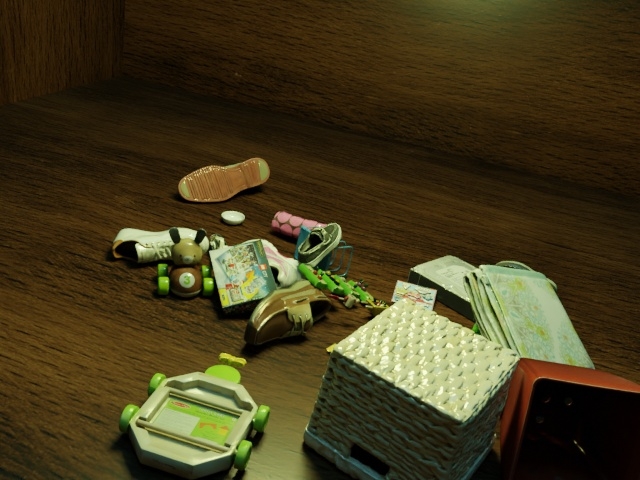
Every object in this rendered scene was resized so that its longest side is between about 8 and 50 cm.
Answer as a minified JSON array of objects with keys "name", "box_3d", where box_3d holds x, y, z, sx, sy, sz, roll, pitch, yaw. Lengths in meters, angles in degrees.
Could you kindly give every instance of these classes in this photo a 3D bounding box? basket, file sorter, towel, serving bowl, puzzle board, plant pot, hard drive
[{"name":"basket","box_3d":[0.194,0.338,1.373,0.328,0.266,0.331,26,30,29]},{"name":"file sorter","box_3d":[0.011,0.036,2.126,0.104,0.118,0.170,-5,29,-37]},{"name":"towel","box_3d":[0.556,0.227,1.741,0.374,0.090,0.320,8,54,-39]},{"name":"serving bowl","box_3d":[-0.317,-0.077,2.346,0.083,0.027,0.083,9,24,-4]},{"name":"puzzle board","box_3d":[0.294,0.172,2.033,0.128,0.011,0.096,15,44,9]},{"name":"plant pot","box_3d":[0.531,0.395,1.422,0.267,0.267,0.236,9,11,-2]},{"name":"hard drive","box_3d":[0.484,0.161,2.111,0.237,0.064,0.339,-13,33,-42]}]

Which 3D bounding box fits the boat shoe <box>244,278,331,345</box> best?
[{"name":"boat shoe","box_3d":[-0.075,0.196,1.746,0.120,0.122,0.324,26,29,22]}]

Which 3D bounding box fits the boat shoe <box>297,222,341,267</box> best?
[{"name":"boat shoe","box_3d":[0.000,0.000,1.991,0.078,0.070,0.219,12,39,25]}]

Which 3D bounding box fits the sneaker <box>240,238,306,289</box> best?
[{"name":"sneaker","box_3d":[-0.169,0.075,1.986,0.252,0.103,0.111,24,26,28]}]

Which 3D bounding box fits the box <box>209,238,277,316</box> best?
[{"name":"box","box_3d":[-0.220,0.104,1.859,0.159,0.044,0.233,-12,44,-10]}]

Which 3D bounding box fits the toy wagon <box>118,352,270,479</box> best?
[{"name":"toy wagon","box_3d":[-0.246,0.361,1.384,0.267,0.068,0.344,15,24,9]}]

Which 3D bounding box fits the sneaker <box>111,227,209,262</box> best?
[{"name":"sneaker","box_3d":[-0.489,0.032,1.971,0.290,0.106,0.123,0,28,3]}]

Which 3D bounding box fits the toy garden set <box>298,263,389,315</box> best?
[{"name":"toy garden set","box_3d":[0.082,0.142,1.897,0.244,0.049,0.204,21,14,-39]}]

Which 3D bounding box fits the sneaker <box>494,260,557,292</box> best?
[{"name":"sneaker","box_3d":[0.683,0.143,2.202,0.222,0.083,0.118,24,28,24]}]

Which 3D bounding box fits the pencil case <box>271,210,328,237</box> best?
[{"name":"pencil case","box_3d":[-0.065,-0.038,2.285,0.209,0.095,0.098,20,9,26]}]

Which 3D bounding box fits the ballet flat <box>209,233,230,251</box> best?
[{"name":"ballet flat","box_3d":[-0.313,0.037,2.052,0.074,0.074,0.203,0,27,-22]}]

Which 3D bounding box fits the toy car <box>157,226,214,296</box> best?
[{"name":"toy car","box_3d":[-0.381,0.052,1.849,0.155,0.188,0.149,2,26,-16]}]

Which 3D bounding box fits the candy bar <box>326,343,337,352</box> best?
[{"name":"candy bar","box_3d":[0.089,0.312,1.680,0.161,0.018,0.040,25,29,31]}]

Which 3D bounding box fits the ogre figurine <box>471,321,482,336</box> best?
[{"name":"ogre figurine","box_3d":[0.489,0.262,1.826,0.197,0.118,0.097,7,25,-8]}]

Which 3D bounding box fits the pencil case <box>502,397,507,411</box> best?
[{"name":"pencil case","box_3d":[0.453,0.387,1.605,0.152,0.064,0.070,5,41,-13]}]

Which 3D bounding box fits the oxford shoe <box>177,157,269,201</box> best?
[{"name":"oxford shoe","box_3d":[-0.394,-0.224,2.563,0.397,0.140,0.146,-16,4,-36]}]
